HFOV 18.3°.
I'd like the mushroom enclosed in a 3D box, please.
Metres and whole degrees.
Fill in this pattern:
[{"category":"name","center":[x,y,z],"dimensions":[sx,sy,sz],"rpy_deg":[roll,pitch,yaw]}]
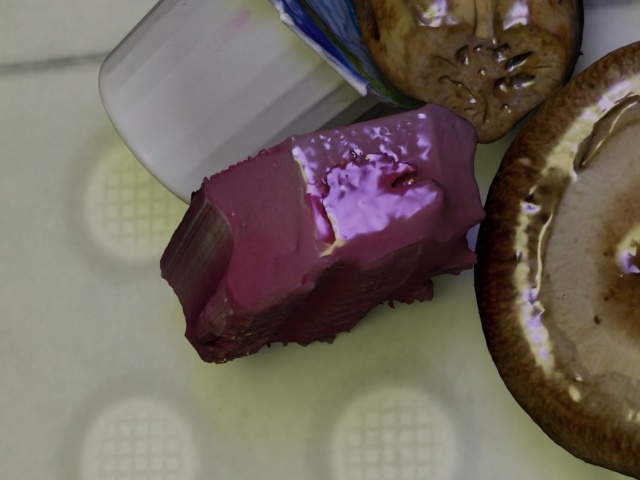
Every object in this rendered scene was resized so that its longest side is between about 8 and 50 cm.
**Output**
[{"category":"mushroom","center":[0.280,0.020,1.554],"dimensions":[0.345,0.239,0.345],"rpy_deg":[-16,52,21]}]

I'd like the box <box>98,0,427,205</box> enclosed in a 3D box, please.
[{"category":"box","center":[-0.069,-0.143,1.679],"dimensions":[0.206,0.291,0.262],"rpy_deg":[-41,72,20]}]

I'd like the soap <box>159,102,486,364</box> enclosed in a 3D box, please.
[{"category":"soap","center":[0.000,0.000,1.595],"dimensions":[0.220,0.325,0.127],"rpy_deg":[-14,80,-18]}]

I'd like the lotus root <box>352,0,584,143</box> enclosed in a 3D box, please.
[{"category":"lotus root","center":[0.122,-0.229,1.652],"dimensions":[0.193,0.193,0.291],"rpy_deg":[-24,47,14]}]
